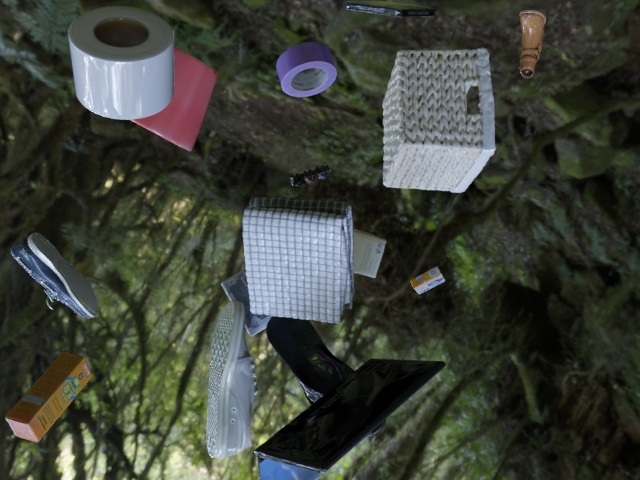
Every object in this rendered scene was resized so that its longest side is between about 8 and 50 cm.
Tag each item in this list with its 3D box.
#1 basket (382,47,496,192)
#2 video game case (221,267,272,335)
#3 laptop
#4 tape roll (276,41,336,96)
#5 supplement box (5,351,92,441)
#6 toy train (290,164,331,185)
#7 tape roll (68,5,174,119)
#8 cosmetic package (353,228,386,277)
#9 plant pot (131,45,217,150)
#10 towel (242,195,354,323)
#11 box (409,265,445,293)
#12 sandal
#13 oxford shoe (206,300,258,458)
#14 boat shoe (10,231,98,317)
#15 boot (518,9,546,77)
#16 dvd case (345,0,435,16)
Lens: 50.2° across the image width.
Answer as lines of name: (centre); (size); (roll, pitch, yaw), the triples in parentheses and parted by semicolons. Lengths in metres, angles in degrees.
basket: (0.332, -0.344, 1.999); (0.266, 0.329, 0.331); (2, 163, -3)
video game case: (-0.185, 0.168, 2.093); (0.191, 0.173, 0.022); (59, 180, 10)
laptop: (0.069, 0.465, 1.548); (0.381, 0.237, 0.407); (-32, -169, -34)
tape roll: (-0.046, -0.560, 2.246); (0.189, 0.188, 0.080); (16, -126, -54)
supplement box: (-0.691, 0.397, 1.754); (0.080, 0.078, 0.233); (6, -141, 19)
toy train: (-0.025, -0.178, 1.889); (0.027, 0.036, 0.158); (0, -163, 42)
tape roll: (-0.483, -0.438, 1.677); (0.245, 0.169, 0.246); (5, -133, -6)
cosmetic package: (0.000, 0.000, 1.828); (0.309, 0.113, 0.160); (17, -177, -25)
plant pot: (-0.441, -0.429, 2.001); (0.274, 0.243, 0.275); (29, -177, -2)
towel: (-0.042, 0.040, 1.532); (0.234, 0.284, 0.121); (4, -147, 12)
box: (0.284, 0.107, 1.801); (0.028, 0.081, 0.136); (64, -173, 15)
sandal: (-0.004, 0.372, 1.903); (0.446, 0.167, 0.107); (44, 180, 21)
oxford shoe: (-0.244, 0.398, 1.965); (0.129, 0.450, 0.169); (4, 177, -24)
boat shoe: (-0.635, 0.097, 1.637); (0.255, 0.079, 0.095); (56, -171, -32)
boot: (0.630, -0.590, 2.054); (0.072, 0.153, 0.197); (11, 174, 30)
dvd case: (0.227, -0.760, 2.238); (0.238, 0.030, 0.179); (24, -150, 39)
